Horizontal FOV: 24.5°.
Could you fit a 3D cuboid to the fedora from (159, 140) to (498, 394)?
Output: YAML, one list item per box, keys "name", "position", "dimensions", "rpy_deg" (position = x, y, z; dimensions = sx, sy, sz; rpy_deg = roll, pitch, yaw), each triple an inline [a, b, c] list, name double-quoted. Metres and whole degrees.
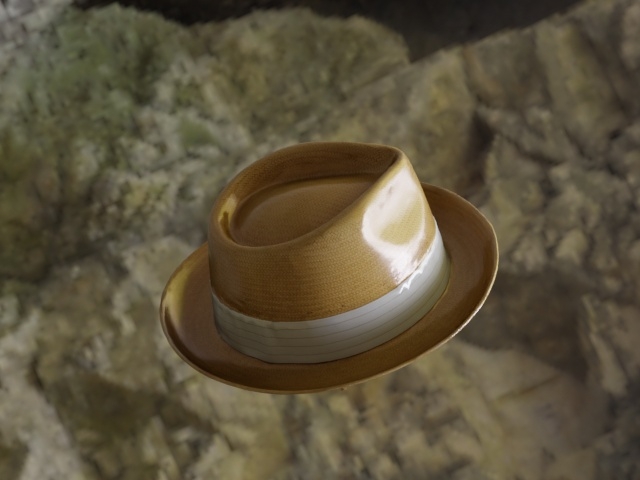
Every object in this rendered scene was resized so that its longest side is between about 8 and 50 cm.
- name: "fedora"
  position: [0.000, 0.000, 0.808]
  dimensions: [0.194, 0.079, 0.194]
  rpy_deg: [-7, -144, 6]
